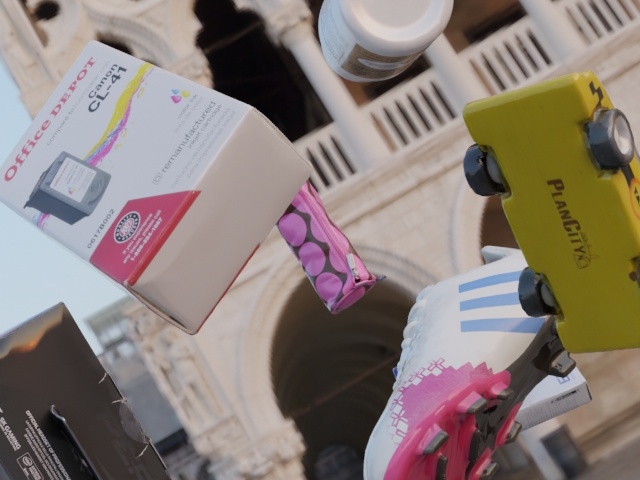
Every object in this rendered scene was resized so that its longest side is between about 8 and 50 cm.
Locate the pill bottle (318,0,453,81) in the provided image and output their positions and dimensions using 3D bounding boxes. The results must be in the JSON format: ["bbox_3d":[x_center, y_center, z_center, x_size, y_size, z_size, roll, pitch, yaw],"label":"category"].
[{"bbox_3d":[0.066,-0.257,1.301,0.131,0.131,0.229,-29,1,-9],"label":"pill bottle"}]

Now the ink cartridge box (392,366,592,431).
[{"bbox_3d":[0.217,0.179,1.495,0.223,0.045,0.223,-25,33,2],"label":"ink cartridge box"}]

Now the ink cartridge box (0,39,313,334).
[{"bbox_3d":[-0.194,-0.067,1.216,0.226,0.306,0.131,-56,-41,-7],"label":"ink cartridge box"}]

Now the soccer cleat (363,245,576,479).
[{"bbox_3d":[0.112,0.109,0.945,0.331,0.143,0.116,-35,-45,-42],"label":"soccer cleat"}]

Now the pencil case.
[{"bbox_3d":[0.000,0.000,1.646,0.095,0.209,0.098,-33,-13,-12],"label":"pencil case"}]

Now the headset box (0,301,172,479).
[{"bbox_3d":[-0.232,0.186,0.899,0.110,0.218,0.293,-33,5,-35],"label":"headset box"}]

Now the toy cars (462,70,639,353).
[{"bbox_3d":[0.256,0.029,0.687,0.087,0.393,0.176,-47,-14,-45],"label":"toy cars"}]
